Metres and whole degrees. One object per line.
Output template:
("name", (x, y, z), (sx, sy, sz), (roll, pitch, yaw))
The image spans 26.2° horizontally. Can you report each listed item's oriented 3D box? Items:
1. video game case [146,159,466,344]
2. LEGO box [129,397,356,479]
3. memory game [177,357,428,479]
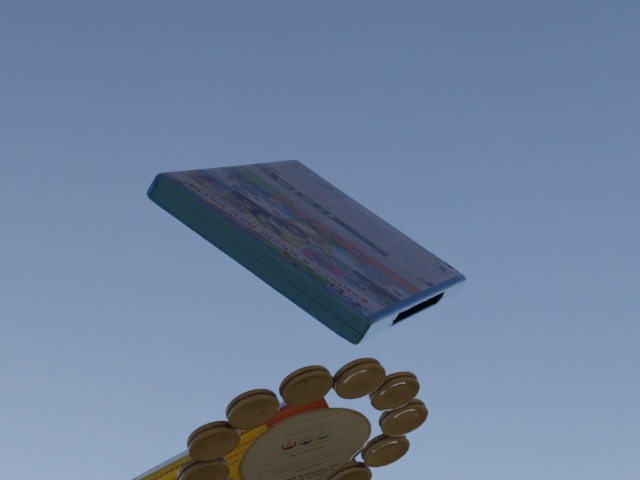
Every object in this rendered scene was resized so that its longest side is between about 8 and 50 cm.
("video game case", (0.000, 0.000, 0.675), (0.015, 0.119, 0.166), (-59, -15, 15))
("LEGO box", (-0.153, 0.402, 1.121), (0.500, 0.372, 0.193), (-26, -5, -22))
("memory game", (-0.011, 0.142, 0.964), (0.186, 0.012, 0.186), (-16, -38, -13))
